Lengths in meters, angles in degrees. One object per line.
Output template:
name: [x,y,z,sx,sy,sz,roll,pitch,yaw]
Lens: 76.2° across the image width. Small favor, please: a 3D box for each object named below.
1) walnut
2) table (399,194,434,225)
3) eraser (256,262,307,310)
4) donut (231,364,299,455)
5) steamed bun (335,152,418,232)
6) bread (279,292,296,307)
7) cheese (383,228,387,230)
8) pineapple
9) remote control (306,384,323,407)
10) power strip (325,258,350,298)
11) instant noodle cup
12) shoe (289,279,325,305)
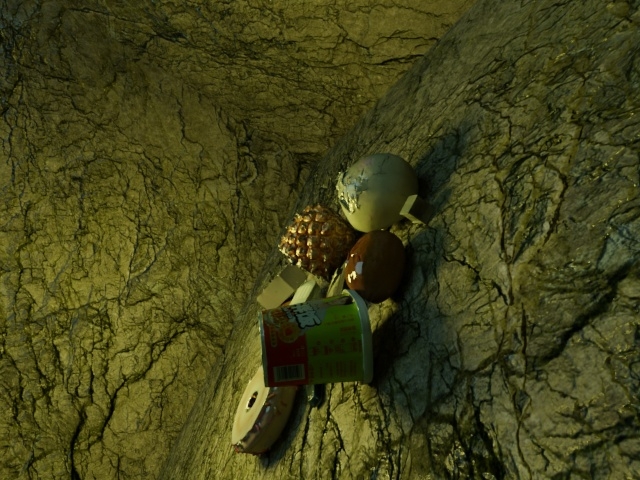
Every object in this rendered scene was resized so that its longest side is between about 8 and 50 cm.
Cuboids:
walnut: [0.180,0.089,1.365,0.203,0.203,0.298,-47,12,41]
table: [0.339,-0.105,1.433,0.079,0.083,0.062,-61,15,-8]
eraser: [-0.190,0.227,1.934,0.077,0.111,0.352,-49,2,-41]
donut: [-0.221,0.674,1.653,0.383,0.142,0.382,-54,15,22]
steamed bun: [0.218,-0.216,1.613,0.312,0.233,0.334,-30,42,17]
bread: [-0.142,0.380,1.956,0.270,0.148,0.270,-56,11,18]
cheese: [0.250,-0.035,1.706,0.044,0.030,0.083,-44,-6,-46]
pineapple: [0.002,0.001,1.884,0.300,0.352,0.352,-51,15,5]
remote control: [-0.024,0.518,1.500,0.072,0.042,0.222,-53,16,15]
power strip: [0.074,0.229,1.644,0.251,0.092,0.257,-81,13,-52]
instant noodle cup: [-0.026,0.302,1.224,0.294,0.308,0.294,175,90,-80]
shoe: [-0.065,0.339,1.718,0.131,0.160,0.363,-19,28,32]
